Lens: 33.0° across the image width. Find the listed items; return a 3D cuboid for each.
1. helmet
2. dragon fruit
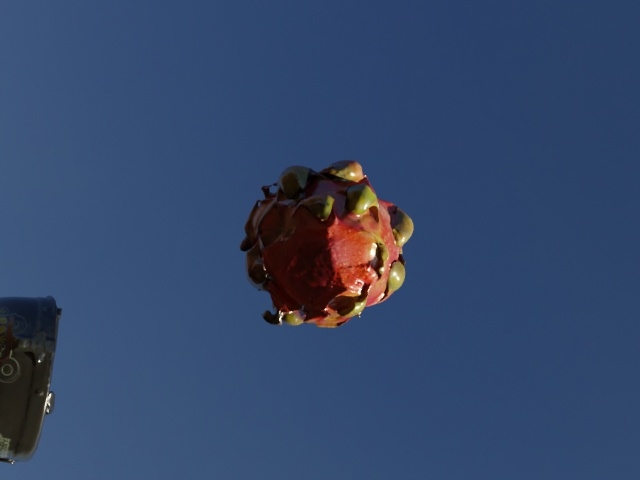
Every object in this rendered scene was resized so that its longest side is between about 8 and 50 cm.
[{"bbox_3d":[-0.460,0.190,1.509,0.279,0.160,0.230,-46,-141,50],"label":"helmet"},{"bbox_3d":[-0.010,0.001,1.506,0.307,0.243,0.227,4,-85,37],"label":"dragon fruit"}]
